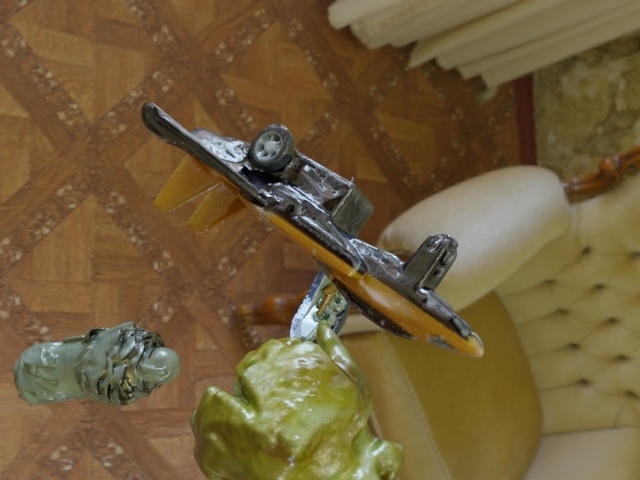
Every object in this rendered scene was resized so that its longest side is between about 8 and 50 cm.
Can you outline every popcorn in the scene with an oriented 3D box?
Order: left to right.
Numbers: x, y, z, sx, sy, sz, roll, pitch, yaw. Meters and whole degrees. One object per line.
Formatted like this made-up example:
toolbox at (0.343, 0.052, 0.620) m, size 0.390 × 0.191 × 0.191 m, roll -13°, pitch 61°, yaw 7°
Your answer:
popcorn at (-0.025, 0.247, 1.041) m, size 0.276 × 0.225 × 0.276 m, roll 54°, pitch 8°, yaw -11°

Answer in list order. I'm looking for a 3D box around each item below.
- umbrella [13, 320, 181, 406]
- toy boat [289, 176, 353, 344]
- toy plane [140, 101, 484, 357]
umbrella at (-0.168, 0.096, 0.665) m, size 0.067 × 0.143 × 0.062 m, roll -58°, pitch 136°, yaw -52°
toy boat at (0.011, 0.031, 1.231) m, size 0.291 × 0.066 × 0.221 m, roll 94°, pitch 19°, yaw -45°
toy plane at (0.007, -0.011, 0.683) m, size 0.103 × 0.316 × 0.204 m, roll -61°, pitch 146°, yaw -7°
